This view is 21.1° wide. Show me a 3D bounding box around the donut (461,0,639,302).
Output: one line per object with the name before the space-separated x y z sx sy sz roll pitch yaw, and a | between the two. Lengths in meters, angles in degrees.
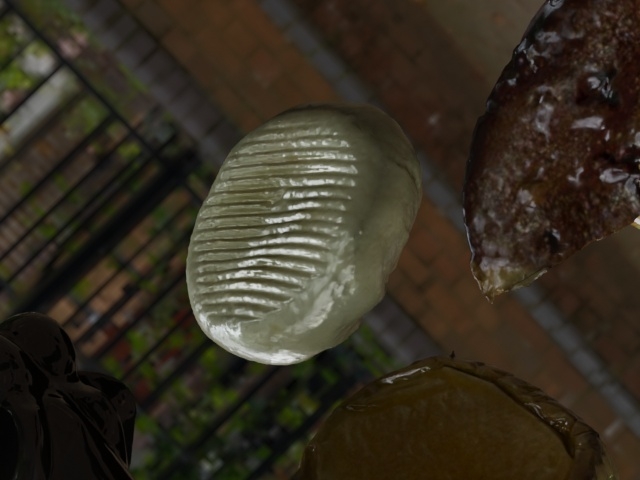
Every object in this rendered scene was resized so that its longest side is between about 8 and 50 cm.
donut | 0.188 -0.097 1.043 0.151 0.295 0.112 58 179 3

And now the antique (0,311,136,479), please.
antique | -0.210 0.211 1.110 0.322 0.255 0.185 51 -155 13

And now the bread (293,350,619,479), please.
bread | 0.107 0.210 1.286 0.253 0.227 0.142 41 157 52

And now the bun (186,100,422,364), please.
bun | 0.000 0.000 1.330 0.127 0.222 0.222 30 -171 -42

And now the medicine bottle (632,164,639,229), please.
medicine bottle | 0.240 -0.074 1.390 0.192 0.096 0.096 30 179 -6
